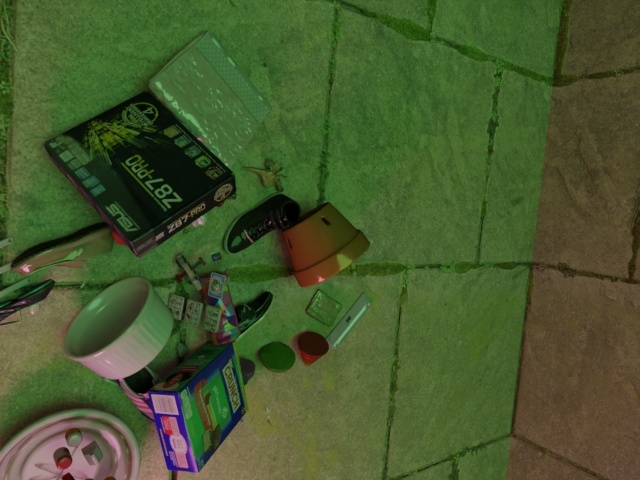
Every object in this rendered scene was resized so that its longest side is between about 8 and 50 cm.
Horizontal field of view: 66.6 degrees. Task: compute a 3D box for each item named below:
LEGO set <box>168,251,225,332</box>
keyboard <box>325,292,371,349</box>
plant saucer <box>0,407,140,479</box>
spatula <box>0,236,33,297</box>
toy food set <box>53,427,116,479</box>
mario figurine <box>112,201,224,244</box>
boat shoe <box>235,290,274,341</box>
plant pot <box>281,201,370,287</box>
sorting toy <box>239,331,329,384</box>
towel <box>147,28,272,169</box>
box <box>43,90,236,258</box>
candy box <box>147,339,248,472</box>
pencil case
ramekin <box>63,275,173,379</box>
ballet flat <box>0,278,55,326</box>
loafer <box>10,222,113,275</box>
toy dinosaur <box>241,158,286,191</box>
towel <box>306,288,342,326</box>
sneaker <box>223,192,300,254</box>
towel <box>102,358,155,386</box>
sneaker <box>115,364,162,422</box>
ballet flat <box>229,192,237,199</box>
[{"bbox_3d":[-0.373,0.142,1.518,0.060,0.183,0.244,-23,126,-72],"label":"LEGO set"},{"bbox_3d":[0.118,0.328,1.991,0.256,0.014,0.072,-48,116,-21],"label":"keyboard"},{"bbox_3d":[-0.724,0.654,1.376,0.401,0.100,0.400,-7,102,-35],"label":"plant saucer"},{"bbox_3d":[-0.839,0.096,1.192,0.242,0.019,0.168,-42,128,-50],"label":"spatula"},{"bbox_3d":[-0.631,0.628,1.312,0.111,0.104,0.232,-29,113,-29],"label":"toy food set"},{"bbox_3d":[-0.435,-0.058,1.402,0.321,0.198,0.170,-29,77,-34],"label":"mario figurine"},{"bbox_3d":[-0.252,0.253,1.666,0.233,0.084,0.079,-43,119,-20],"label":"boat shoe"},{"bbox_3d":[0.000,0.000,1.708,0.291,0.291,0.203,-35,100,-27],"label":"plant pot"},{"bbox_3d":[-0.142,0.453,1.787,0.366,0.127,0.126,-12,134,-31],"label":"sorting toy"},{"bbox_3d":[-0.316,-0.429,1.479,0.332,0.053,0.317,49,50,-30],"label":"towel"},{"bbox_3d":[-0.469,-0.189,1.289,0.318,0.395,0.097,-39,162,-23],"label":"box"},{"bbox_3d":[-0.362,0.499,1.512,0.317,0.122,0.268,-41,125,-65],"label":"candy box"},{"bbox_3d":[-0.322,0.214,1.563,0.104,0.104,0.236,-10,87,-34],"label":"pencil case"},{"bbox_3d":[-0.544,0.244,1.344,0.277,0.277,0.135,-47,128,-21],"label":"ramekin"},{"bbox_3d":[-0.788,0.174,1.277,0.203,0.074,0.074,-28,113,-23],"label":"ballet flat"},{"bbox_3d":[-0.679,0.038,1.313,0.269,0.102,0.092,-27,115,-33],"label":"loafer"},{"bbox_3d":[-0.175,-0.231,1.668,0.183,0.053,0.092,31,80,-35],"label":"toy dinosaur"},{"bbox_3d":[0.017,0.267,1.897,0.148,0.027,0.110,38,76,-34],"label":"towel"},{"bbox_3d":[-0.189,-0.055,1.627,0.296,0.147,0.104,-43,121,-22],"label":"sneaker"},{"bbox_3d":[-0.574,0.379,1.490,0.113,0.023,0.152,40,73,-34],"label":"towel"},{"bbox_3d":[-0.507,0.461,1.454,0.112,0.131,0.319,-46,119,-24],"label":"sneaker"},{"bbox_3d":[-0.360,-0.181,1.545,0.067,0.073,0.206,-44,121,9],"label":"ballet flat"}]
